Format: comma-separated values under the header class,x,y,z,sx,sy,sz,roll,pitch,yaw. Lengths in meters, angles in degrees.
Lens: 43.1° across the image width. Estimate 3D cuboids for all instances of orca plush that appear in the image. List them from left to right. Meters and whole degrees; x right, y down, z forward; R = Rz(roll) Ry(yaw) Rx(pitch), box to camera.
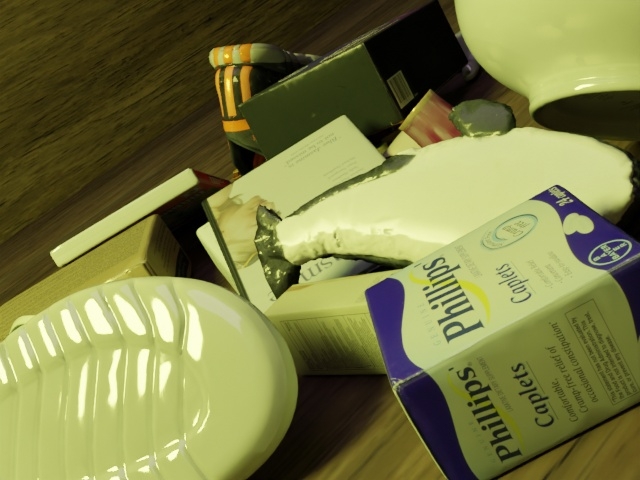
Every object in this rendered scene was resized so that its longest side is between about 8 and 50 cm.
class,x,y,z,sx,sy,sz,roll,pitch,yaw
orca plush,0.094,-0.001,0.597,0.287,0.102,0.151,-25,60,24

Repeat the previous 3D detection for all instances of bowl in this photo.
class,x,y,z,sx,sy,sz,roll,pitch,yaw
bowl,0.224,-0.149,0.565,0.298,0.134,0.298,5,-6,1

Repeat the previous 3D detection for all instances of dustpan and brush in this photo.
class,x,y,z,sx,sy,sz,roll,pitch,yaw
dustpan and brush,0.218,-0.274,1.144,0.147,0.060,0.211,-34,7,34

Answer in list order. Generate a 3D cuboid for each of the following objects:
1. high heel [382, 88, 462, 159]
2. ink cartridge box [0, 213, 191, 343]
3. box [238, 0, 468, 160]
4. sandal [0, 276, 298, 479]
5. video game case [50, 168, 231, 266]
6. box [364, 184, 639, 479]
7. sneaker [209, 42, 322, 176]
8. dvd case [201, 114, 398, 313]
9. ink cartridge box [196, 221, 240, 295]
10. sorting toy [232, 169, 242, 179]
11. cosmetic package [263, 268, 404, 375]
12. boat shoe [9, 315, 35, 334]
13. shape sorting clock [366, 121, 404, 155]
class,x,y,z,sx,sy,sz,roll,pitch,yaw
high heel,0.129,-0.077,0.784,0.082,0.117,0.244,-51,-2,-6
ink cartridge box,-0.265,0.084,0.912,0.235,0.088,0.193,-30,19,3
box,0.049,-0.194,1.002,0.184,0.103,0.261,-22,13,34
sandal,-0.187,0.145,0.586,0.416,0.169,0.102,-25,-21,21
video game case,-0.229,-0.030,1.116,0.204,0.025,0.285,-31,0,3
box,0.104,0.045,0.438,0.137,0.072,0.126,-30,17,6
sneaker,-0.054,-0.171,1.152,0.125,0.180,0.321,0,6,28
dvd case,-0.009,-0.020,0.757,0.180,0.022,0.253,-31,36,-1
ink cartridge box,0.000,0.000,0.795,0.189,0.066,0.232,-36,40,-9
sorting toy,-0.092,-0.099,1.188,0.102,0.042,0.061,-24,20,23
cosmetic package,0.020,0.059,0.561,0.115,0.060,0.041,-9,27,47
boat shoe,-0.205,0.119,0.714,0.255,0.095,0.079,-1,65,37
shape sorting clock,0.040,-0.108,0.999,0.206,0.040,0.206,-28,18,10
